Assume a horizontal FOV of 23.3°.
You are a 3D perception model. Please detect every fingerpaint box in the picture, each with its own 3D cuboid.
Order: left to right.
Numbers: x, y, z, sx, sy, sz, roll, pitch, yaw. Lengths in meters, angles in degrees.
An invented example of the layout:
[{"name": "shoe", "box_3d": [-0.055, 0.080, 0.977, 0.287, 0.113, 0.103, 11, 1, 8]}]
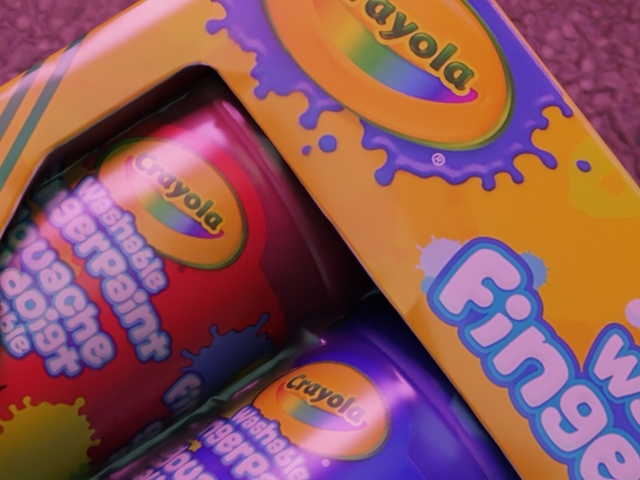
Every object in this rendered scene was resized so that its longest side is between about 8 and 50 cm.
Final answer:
[{"name": "fingerpaint box", "box_3d": [0.001, 0.124, 0.662, 0.371, 0.163, 0.445, -34, 81, -13]}]
